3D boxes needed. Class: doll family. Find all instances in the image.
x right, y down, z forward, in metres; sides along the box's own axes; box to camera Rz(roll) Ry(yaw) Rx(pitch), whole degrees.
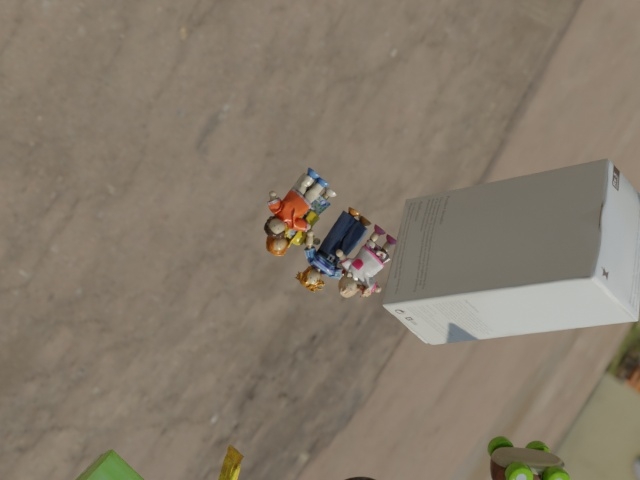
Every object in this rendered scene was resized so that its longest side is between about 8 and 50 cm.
[{"bbox_3d":[0.000,0.000,2.135,0.163,0.263,0.118,-51,-168,-4],"label":"doll family"}]

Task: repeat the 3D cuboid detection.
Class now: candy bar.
[{"bbox_3d":[-0.146,0.385,1.802,0.018,0.040,0.162,2,110,-39],"label":"candy bar"}]

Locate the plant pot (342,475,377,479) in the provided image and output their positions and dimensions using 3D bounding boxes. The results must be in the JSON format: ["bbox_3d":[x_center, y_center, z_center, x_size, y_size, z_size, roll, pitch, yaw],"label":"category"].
[{"bbox_3d":[0.086,0.485,1.914,0.166,0.165,0.167,-6,104,-24],"label":"plant pot"}]

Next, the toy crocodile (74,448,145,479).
[{"bbox_3d":[-0.313,0.349,1.212,0.340,0.115,0.105,-41,-168,-7],"label":"toy crocodile"}]

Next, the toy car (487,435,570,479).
[{"bbox_3d":[0.392,0.503,2.358,0.155,0.148,0.189,-117,-143,-75],"label":"toy car"}]

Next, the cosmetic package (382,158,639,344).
[{"bbox_3d":[0.307,0.026,1.899,0.156,0.384,0.217,41,54,-40],"label":"cosmetic package"}]
